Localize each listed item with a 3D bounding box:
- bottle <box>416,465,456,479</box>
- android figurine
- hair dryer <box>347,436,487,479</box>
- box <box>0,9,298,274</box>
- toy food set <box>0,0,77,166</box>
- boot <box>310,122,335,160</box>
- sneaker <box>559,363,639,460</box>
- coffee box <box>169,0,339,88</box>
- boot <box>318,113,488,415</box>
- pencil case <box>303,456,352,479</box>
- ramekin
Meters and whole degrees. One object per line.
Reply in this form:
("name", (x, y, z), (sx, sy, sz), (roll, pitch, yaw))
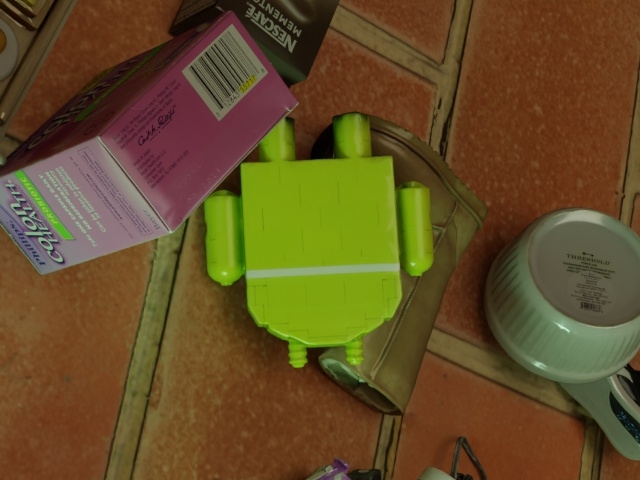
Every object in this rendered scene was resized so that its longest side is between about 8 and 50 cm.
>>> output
("bottle", (0.057, 0.367, 1.851), (0.283, 0.118, 0.092), (-52, 126, -17))
("android figurine", (0.000, 0.000, 1.903), (0.248, 0.056, 0.273), (-5, 84, -5))
("hair dryer", (0.149, 0.375, 1.990), (0.223, 0.080, 0.294), (-6, 84, -40))
("box", (-0.182, -0.093, 1.731), (0.117, 0.243, 0.213), (53, 54, -16))
("toy food set", (-0.337, -0.253, 1.744), (0.219, 0.092, 0.306), (38, 59, -25))
("boot", (0.039, -0.070, 2.037), (0.114, 0.037, 0.106), (33, 70, -27))
("sneaker", (0.363, 0.167, 2.226), (0.217, 0.079, 0.121), (58, 29, 2))
("coffee box", (-0.050, -0.300, 1.981), (0.141, 0.098, 0.247), (36, 59, -27))
("boot", (0.067, 0.025, 1.979), (0.236, 0.089, 0.270), (38, 68, -28))
("pencil case", (-0.043, 0.301, 1.847), (0.206, 0.086, 0.088), (-24, 129, -41))
("ramekin", (0.309, 0.057, 2.120), (0.207, 0.109, 0.207), (7, 59, -11))
